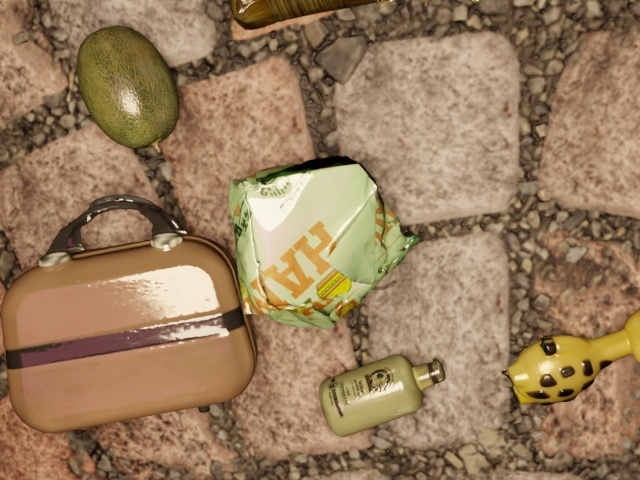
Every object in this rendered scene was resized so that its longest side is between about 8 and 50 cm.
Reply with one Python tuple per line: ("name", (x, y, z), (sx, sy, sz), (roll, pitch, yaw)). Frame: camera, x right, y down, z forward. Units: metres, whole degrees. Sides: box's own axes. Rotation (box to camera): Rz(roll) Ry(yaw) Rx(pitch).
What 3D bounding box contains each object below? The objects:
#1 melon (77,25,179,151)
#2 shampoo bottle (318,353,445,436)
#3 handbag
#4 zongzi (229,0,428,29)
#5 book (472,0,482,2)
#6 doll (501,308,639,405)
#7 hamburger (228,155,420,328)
("melon", (-0.239, -0.186, 0.932), (0.114, 0.114, 0.167), (-25, 94, 10))
("shampoo bottle", (0.084, 0.195, 0.965), (0.162, 0.079, 0.079), (-22, 95, 11))
("handbag", (-0.242, 0.083, 0.935), (0.302, 0.149, 0.283), (-9, 94, -2))
("zongzi", (-0.002, -0.388, 0.877), (0.248, 0.111, 0.241), (-8, 93, 4))
("book", (0.211, -0.419, 0.883), (0.160, 0.024, 0.228), (-23, 94, 8))
("doll", (0.369, 0.133, 0.918), (0.291, 0.086, 0.117), (-21, 136, 8))
("hamburger", (0.004, 0.000, 0.922), (0.235, 0.125, 0.214), (-16, 107, -18))
